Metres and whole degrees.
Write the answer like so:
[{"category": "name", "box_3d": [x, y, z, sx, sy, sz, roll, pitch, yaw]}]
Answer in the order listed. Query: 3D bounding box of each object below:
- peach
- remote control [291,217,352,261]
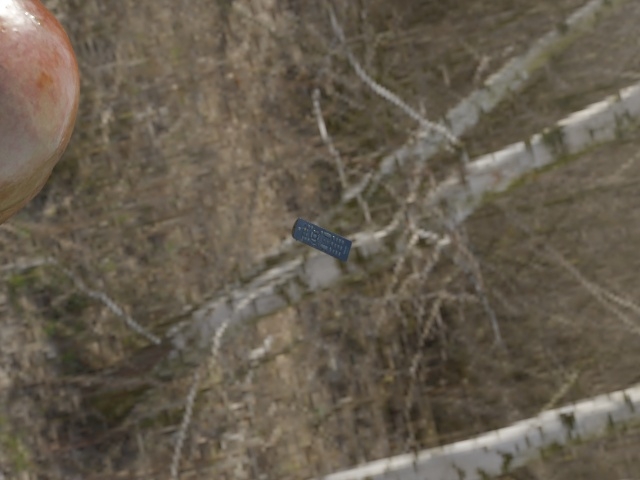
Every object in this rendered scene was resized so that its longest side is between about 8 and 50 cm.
[{"category": "peach", "box_3d": [-0.330, -0.123, 1.067, 0.252, 0.252, 0.253, -14, 90, -82]}, {"category": "remote control", "box_3d": [0.000, 0.000, 1.574, 0.091, 0.016, 0.034, 25, 76, -32]}]
